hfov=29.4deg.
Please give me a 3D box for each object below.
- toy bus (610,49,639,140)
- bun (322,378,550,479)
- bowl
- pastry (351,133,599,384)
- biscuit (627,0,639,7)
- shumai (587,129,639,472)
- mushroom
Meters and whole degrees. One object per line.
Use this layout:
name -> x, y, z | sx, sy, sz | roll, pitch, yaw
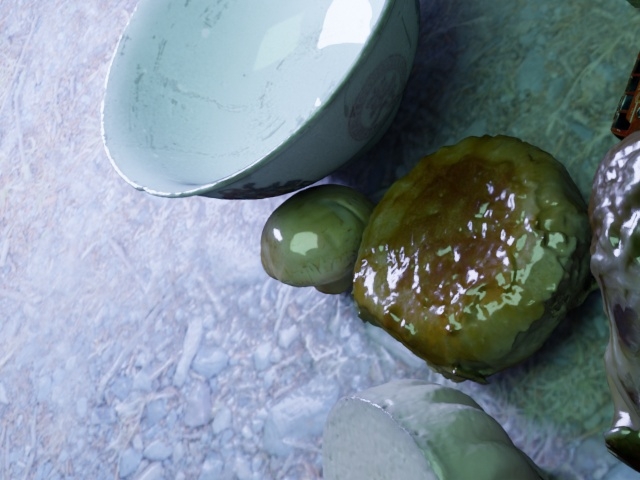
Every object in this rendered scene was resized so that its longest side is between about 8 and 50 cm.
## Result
toy bus -> 0.319, -0.145, 1.191 | 0.043, 0.031, 0.110 | 14, 77, 46
bun -> 0.131, 0.237, 1.083 | 0.263, 0.175, 0.263 | 38, 136, 49
bowl -> -0.031, -0.196, 1.387 | 0.434, 0.196, 0.435 | -23, 48, 29
pastry -> 0.153, 0.015, 1.197 | 0.257, 0.121, 0.236 | 33, 88, 47
biscuit -> 0.386, -0.320, 1.212 | 0.121, 0.040, 0.199 | 15, 81, 41
shumai -> 0.321, 0.064, 0.958 | 0.346, 0.217, 0.283 | 32, 91, 42
mushroom -> 0.000, 0.000, 1.337 | 0.148, 0.112, 0.148 | -16, 29, 9
